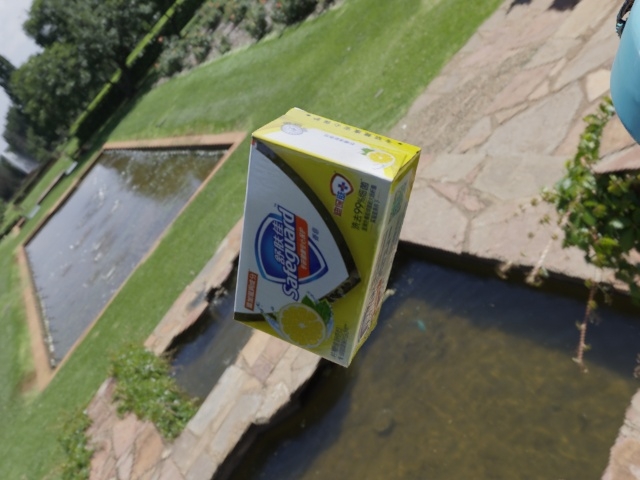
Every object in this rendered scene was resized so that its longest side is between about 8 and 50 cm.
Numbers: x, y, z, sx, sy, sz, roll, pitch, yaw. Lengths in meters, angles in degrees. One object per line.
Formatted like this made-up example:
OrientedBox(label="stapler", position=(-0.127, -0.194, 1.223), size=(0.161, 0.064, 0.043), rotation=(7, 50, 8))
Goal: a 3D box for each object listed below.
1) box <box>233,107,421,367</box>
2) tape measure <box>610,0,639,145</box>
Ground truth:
OrientedBox(label="box", position=(0.000, 0.000, 0.768), size=(0.097, 0.168, 0.265), rotation=(-50, -23, -53))
OrientedBox(label="tape measure", position=(0.219, -0.089, 0.330), size=(0.146, 0.081, 0.125), rotation=(24, 65, 21))
